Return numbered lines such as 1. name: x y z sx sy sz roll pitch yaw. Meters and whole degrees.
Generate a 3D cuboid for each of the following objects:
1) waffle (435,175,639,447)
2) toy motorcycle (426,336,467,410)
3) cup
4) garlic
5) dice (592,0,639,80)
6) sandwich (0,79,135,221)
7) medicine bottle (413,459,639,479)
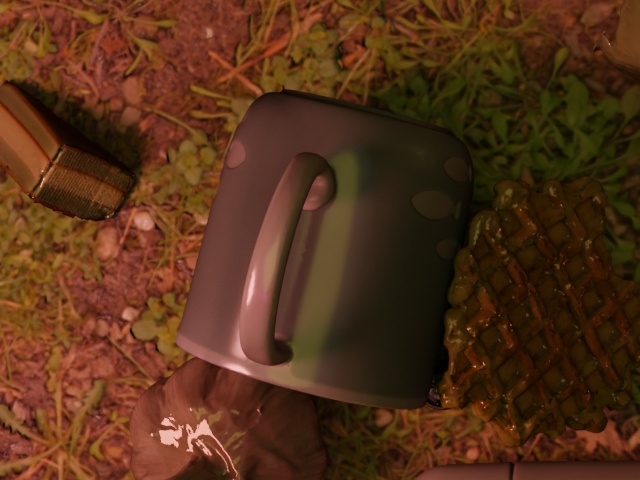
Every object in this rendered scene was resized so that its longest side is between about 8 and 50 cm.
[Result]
1. waffle: 0.234 0.071 1.433 0.291 0.051 0.291 -4 97 -29
2. toy motorcycle: 0.190 0.111 1.499 0.124 0.061 0.193 33 100 11
3. cup: 0.000 0.000 1.386 0.259 0.357 0.274 14 92 14
4. garlic: -0.108 0.227 1.482 0.219 0.212 0.218 2 98 13
5. dice: 0.421 -0.244 1.354 0.254 0.252 0.249 23 94 11
6. sandwich: -0.300 -0.097 1.610 0.079 0.113 0.163 -56 47 8
7. medicine bottle: 0.249 0.288 1.457 0.341 0.130 0.130 -2 91 11
